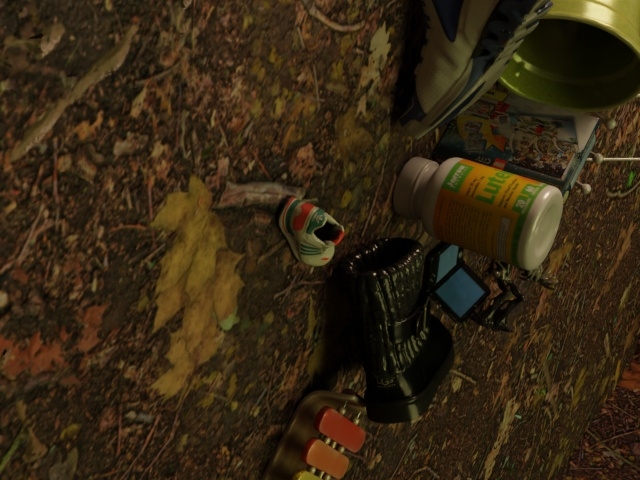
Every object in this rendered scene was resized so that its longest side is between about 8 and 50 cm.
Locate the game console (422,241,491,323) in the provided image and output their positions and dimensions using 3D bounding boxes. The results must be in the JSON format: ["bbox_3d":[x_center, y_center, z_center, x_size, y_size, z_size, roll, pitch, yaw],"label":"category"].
[{"bbox_3d":[0.261,0.063,1.945,0.144,0.085,0.124,-37,139,-47],"label":"game console"}]

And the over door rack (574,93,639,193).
[{"bbox_3d":[0.583,-0.206,2.090,0.239,0.324,0.108,90,-12,-59],"label":"over door rack"}]

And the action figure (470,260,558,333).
[{"bbox_3d":[0.423,0.062,2.189,0.164,0.141,0.276,15,97,-51],"label":"action figure"}]

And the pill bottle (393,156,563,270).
[{"bbox_3d":[0.245,-0.053,1.657,0.136,0.245,0.136,-41,141,-44],"label":"pill bottle"}]

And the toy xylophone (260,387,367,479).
[{"bbox_3d":[-0.017,0.383,1.661,0.323,0.081,0.236,-66,153,-5],"label":"toy xylophone"}]

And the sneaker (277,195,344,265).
[{"bbox_3d":[0.000,0.000,1.429,0.057,0.075,0.161,-60,152,-17],"label":"sneaker"}]

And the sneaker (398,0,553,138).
[{"bbox_3d":[0.197,-0.316,1.527,0.127,0.182,0.315,-31,164,-48],"label":"sneaker"}]

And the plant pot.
[{"bbox_3d":[0.449,-0.405,1.815,0.276,0.276,0.254,57,47,-58],"label":"plant pot"}]

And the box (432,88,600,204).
[{"bbox_3d":[0.327,-0.162,1.745,0.159,0.233,0.044,-60,152,-18],"label":"box"}]

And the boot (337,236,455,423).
[{"bbox_3d":[0.130,0.111,1.694,0.348,0.131,0.260,-56,136,-71],"label":"boot"}]
